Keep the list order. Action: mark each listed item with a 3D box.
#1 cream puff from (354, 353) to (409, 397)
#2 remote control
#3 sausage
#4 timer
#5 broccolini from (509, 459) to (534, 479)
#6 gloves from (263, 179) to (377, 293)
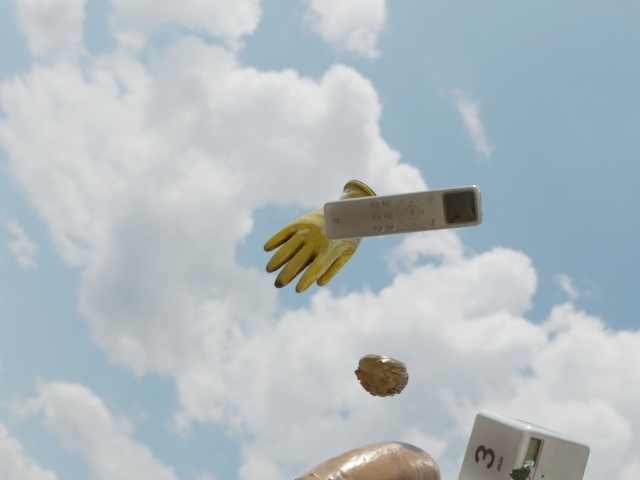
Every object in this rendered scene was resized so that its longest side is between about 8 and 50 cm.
[{"bbox_3d":[0.158,0.348,2.444,0.126,0.103,0.144,0,-16,43],"label":"cream puff"},{"bbox_3d":[0.133,-0.044,1.566,0.261,0.029,0.067,-6,-86,13],"label":"remote control"},{"bbox_3d":[0.064,0.327,1.279,0.109,0.270,0.109,1,-89,39],"label":"sausage"},{"bbox_3d":[0.452,0.506,2.144,0.194,0.192,0.195,19,-5,-23],"label":"timer"},{"bbox_3d":[0.358,0.395,1.665,0.030,0.140,0.035,35,-79,19],"label":"broccolini"},{"bbox_3d":[-0.001,-0.001,2.035,0.133,0.294,0.116,37,-29,23],"label":"gloves"}]
